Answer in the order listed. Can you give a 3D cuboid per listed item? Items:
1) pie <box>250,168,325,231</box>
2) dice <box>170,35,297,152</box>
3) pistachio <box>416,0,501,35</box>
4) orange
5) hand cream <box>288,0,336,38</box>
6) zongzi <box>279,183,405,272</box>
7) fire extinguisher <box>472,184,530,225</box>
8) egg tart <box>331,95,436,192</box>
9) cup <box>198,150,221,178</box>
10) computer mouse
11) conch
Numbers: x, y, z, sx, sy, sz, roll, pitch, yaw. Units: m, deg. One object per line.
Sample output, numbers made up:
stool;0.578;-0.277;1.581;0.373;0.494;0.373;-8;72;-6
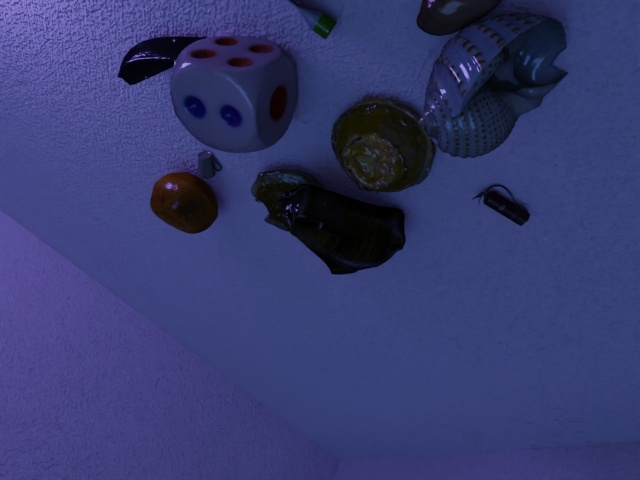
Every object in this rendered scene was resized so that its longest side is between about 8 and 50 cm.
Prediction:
pie;-0.099;-0.130;1.578;0.302;0.067;0.303;15;139;13
dice;-0.222;-0.393;1.239;0.251;0.259;0.243;17;135;15
pistachio;0.287;-0.495;0.964;0.184;0.124;0.125;-4;129;27
orange;-0.481;-0.144;1.691;0.248;0.183;0.249;19;157;9
hand cream;-0.088;-0.583;1.109;0.275;0.050;0.079;33;175;-8
zongzi;0.000;0.000;1.499;0.403;0.208;0.432;17;151;-26
fire extinguisher;0.510;-0.104;1.293;0.157;0.045;0.078;31;111;-1
egg tart;0.161;-0.237;1.289;0.314;0.120;0.315;16;137;15
cup;-0.389;-0.261;1.615;0.074;0.054;0.083;18;136;13
computer mouse;-0.453;-0.524;1.301;0.295;0.168;0.087;-6;127;30
conch;0.352;-0.347;0.999;0.215;0.319;0.303;43;167;30
